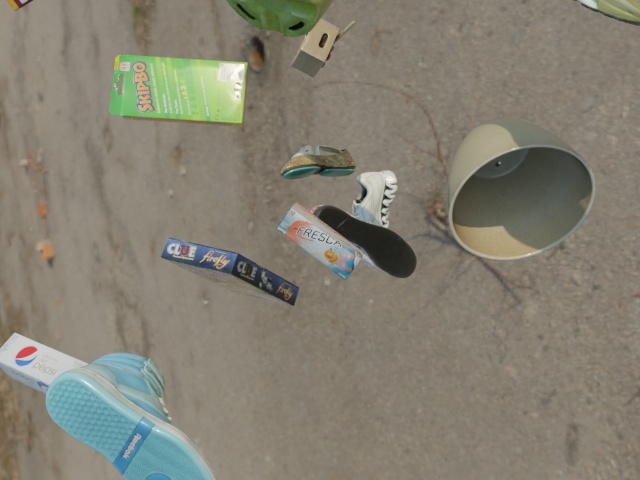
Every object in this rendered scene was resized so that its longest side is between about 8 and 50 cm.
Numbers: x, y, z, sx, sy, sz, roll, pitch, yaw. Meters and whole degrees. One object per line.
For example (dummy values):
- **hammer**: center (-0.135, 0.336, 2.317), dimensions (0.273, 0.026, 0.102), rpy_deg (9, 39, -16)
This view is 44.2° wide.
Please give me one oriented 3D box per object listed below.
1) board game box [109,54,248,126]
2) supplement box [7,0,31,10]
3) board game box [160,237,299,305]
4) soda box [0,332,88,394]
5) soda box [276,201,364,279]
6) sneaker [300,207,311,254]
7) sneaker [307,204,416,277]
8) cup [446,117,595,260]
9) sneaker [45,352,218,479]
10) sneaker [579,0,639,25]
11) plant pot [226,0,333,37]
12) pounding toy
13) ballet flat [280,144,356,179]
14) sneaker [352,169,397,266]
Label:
- **board game box**: center (-0.275, -0.292, 1.536), dimensions (0.039, 0.260, 0.124), rpy_deg (97, 178, -82)
- **supplement box**: center (-0.498, -0.510, 1.408), dimensions (0.104, 0.188, 0.081), rpy_deg (57, -177, -34)
- **board game box**: center (-0.168, 0.063, 1.518), dimensions (0.165, 0.243, 0.042), rpy_deg (11, 77, 29)
- **soda box**: center (-0.533, 0.254, 1.539), dimensions (0.216, 0.069, 0.074), rpy_deg (15, 143, 30)
- **soda box**: center (0.000, 0.000, 1.645), dimensions (0.183, 0.063, 0.058), rpy_deg (36, 109, -2)
- **sneaker**: center (-0.027, -0.028, 2.177), dimensions (0.051, 0.070, 0.134), rpy_deg (23, 133, 45)
- **sneaker**: center (0.085, -0.004, 1.800), dimensions (0.090, 0.270, 0.145), rpy_deg (-64, 16, -4)
- **cup**: center (0.437, -0.152, 1.841), dimensions (0.237, 0.331, 0.331), rpy_deg (-98, 22, -48)
- **sneaker**: center (-0.273, 0.298, 1.300), dimensions (0.319, 0.208, 0.127), rpy_deg (42, 103, -1)
- **sneaker**: center (0.448, -0.517, 1.267), dimensions (0.410, 0.158, 0.182), rpy_deg (62, 142, 22)
- **plant pot**: center (-0.039, -0.499, 1.340), dimensions (0.276, 0.276, 0.253), rpy_deg (-16, 45, 58)
- **pounding toy**: center (0.007, -0.526, 2.111), dimensions (0.141, 0.100, 0.130), rpy_deg (-67, 10, -16)
- **ballet flat**: center (-0.012, -0.171, 1.701), dimensions (0.073, 0.206, 0.067), rpy_deg (-26, 76, 43)
- **sneaker**: center (0.145, -0.065, 2.328), dimensions (0.110, 0.118, 0.292), rpy_deg (-147, 60, -65)
